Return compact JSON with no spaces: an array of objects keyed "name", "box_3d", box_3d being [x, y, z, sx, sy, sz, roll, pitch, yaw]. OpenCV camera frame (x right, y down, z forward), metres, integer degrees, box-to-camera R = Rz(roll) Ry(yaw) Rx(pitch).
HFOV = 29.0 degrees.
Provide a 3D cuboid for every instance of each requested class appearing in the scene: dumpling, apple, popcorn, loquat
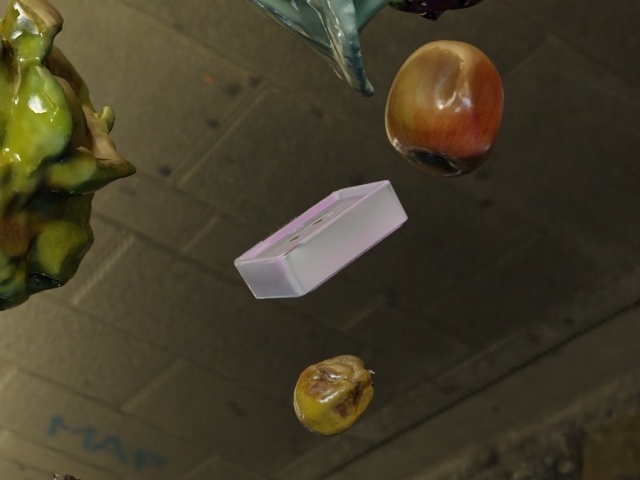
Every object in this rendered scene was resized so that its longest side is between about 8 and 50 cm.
[{"name":"dumpling","box_3d":[0.002,-0.169,0.713,0.153,0.219,0.108,38,97,-4]},{"name":"apple","box_3d":[0.180,-0.192,1.779,0.199,0.199,0.199,9,144,7]},{"name":"popcorn","box_3d":[-0.288,-0.070,0.990,0.258,0.270,0.224,-2,-156,-41]},{"name":"loquat","box_3d":[0.022,0.236,1.885,0.113,0.137,0.137,48,155,26]}]

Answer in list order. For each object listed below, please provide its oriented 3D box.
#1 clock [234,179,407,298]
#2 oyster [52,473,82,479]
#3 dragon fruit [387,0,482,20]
[{"name":"clock","box_3d":[0.000,0.000,1.636,0.063,0.197,0.150,61,153,-12]},{"name":"oyster","box_3d":[-0.302,0.409,1.492,0.271,0.100,0.275,1,121,-35]},{"name":"dragon fruit","box_3d":[0.129,-0.371,1.539,0.218,0.273,0.198,-31,98,7]}]
